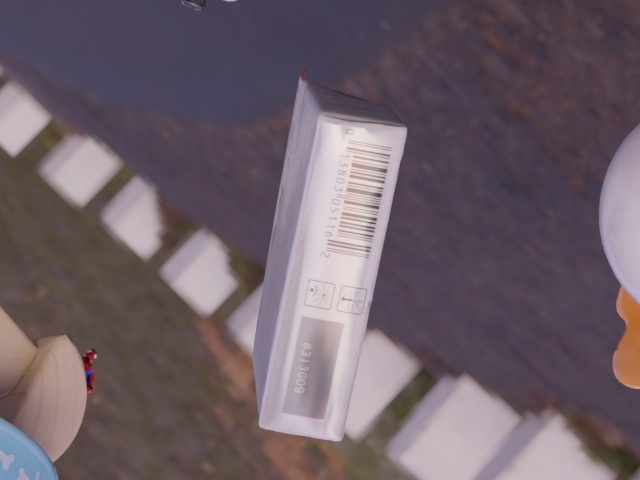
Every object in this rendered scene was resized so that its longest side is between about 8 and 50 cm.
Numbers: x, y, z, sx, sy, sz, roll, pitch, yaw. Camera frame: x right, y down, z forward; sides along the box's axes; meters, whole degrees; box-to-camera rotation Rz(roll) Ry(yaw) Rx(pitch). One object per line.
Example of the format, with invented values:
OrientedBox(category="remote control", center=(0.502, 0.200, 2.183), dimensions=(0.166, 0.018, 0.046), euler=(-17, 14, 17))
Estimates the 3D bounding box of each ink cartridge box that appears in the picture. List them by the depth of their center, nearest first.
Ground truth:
OrientedBox(category="ink cartridge box", center=(0.000, 0.000, 1.952), dimensions=(0.091, 0.308, 0.385), euler=(10, -169, -4))

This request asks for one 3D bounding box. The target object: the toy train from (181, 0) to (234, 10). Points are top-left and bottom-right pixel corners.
OrientedBox(category="toy train", center=(-0.098, -0.190, 1.023), dimensions=(0.184, 0.105, 0.080), euler=(17, -166, -24))

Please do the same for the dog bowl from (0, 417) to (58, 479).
OrientedBox(category="dog bowl", center=(-0.335, 0.194, 1.415), dimensions=(0.297, 0.074, 0.166), euler=(-10, 138, 30))

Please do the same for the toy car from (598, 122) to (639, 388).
OrientedBox(category="toy car", center=(0.203, -0.032, 0.850), dimensions=(0.219, 0.238, 0.210), euler=(19, -171, -25))

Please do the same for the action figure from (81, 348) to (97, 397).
OrientedBox(category="action figure", center=(-0.216, 0.123, 1.665), dimensions=(0.038, 0.030, 0.115), euler=(40, -155, -6))

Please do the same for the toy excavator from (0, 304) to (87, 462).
OrientedBox(category="toy excavator", center=(-0.381, 0.024, 1.340), dimensions=(0.222, 0.445, 0.433), euler=(-11, 102, 40))
